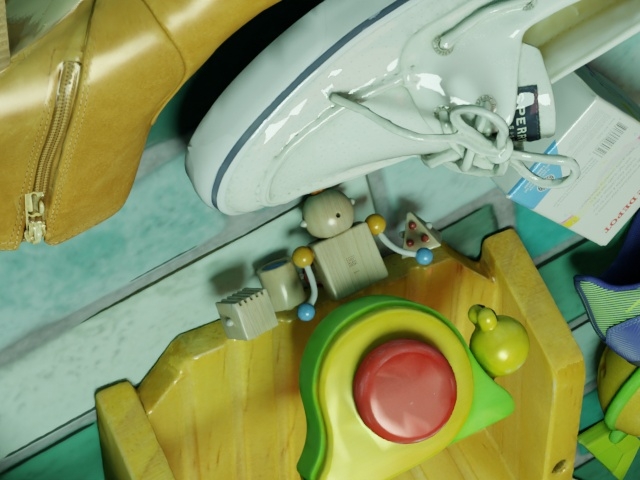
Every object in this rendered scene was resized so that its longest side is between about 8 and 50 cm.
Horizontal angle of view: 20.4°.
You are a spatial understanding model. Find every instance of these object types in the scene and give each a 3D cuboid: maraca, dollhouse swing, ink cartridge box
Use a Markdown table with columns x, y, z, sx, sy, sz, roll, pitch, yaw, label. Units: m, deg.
| x | y | z | sx | sy | sz | roll | pitch | yaw | label |
| --- | --- | --- | --- | --- | --- | --- | --- | --- | --- |
| 0.287 | 0.118 | 1.508 | 0.127 | 0.099 | 0.186 | -37 | 159 | -9 | maraca |
| 0.062 | 0.237 | 1.293 | 0.346 | 0.305 | 0.315 | -20 | 138 | -19 | dollhouse swing |
| 0.176 | -0.069 | 1.246 | 0.092 | 0.090 | 0.143 | -49 | 140 | 15 | ink cartridge box |

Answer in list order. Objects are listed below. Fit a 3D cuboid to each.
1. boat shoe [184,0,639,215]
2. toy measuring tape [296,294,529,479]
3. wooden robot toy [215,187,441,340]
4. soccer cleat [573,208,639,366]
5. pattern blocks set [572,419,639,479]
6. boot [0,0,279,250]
| x | y | z | sx | sy | sz | roll | pitch | yaw | label |
| --- | --- | --- | --- | --- | --- | --- | --- | --- | --- |
| 0.101 | -0.096 | 1.096 | 0.367 | 0.156 | 0.136 | -33 | 160 | -9 | boat shoe |
| -0.011 | 0.120 | 1.191 | 0.330 | 0.121 | 0.121 | -25 | 139 | -10 | toy measuring tape |
| 0.000 | 0.000 | 1.224 | 0.173 | 0.076 | 0.079 | -24 | 104 | -15 | wooden robot toy |
| 0.320 | -0.024 | 1.397 | 0.289 | 0.093 | 0.121 | -43 | 98 | -10 | soccer cleat |
| 0.179 | 0.271 | 1.612 | 0.285 | 0.026 | 0.325 | -43 | 139 | -4 | pattern blocks set |
| -0.106 | -0.102 | 1.016 | 0.295 | 0.104 | 0.211 | -16 | 142 | -18 | boot |
